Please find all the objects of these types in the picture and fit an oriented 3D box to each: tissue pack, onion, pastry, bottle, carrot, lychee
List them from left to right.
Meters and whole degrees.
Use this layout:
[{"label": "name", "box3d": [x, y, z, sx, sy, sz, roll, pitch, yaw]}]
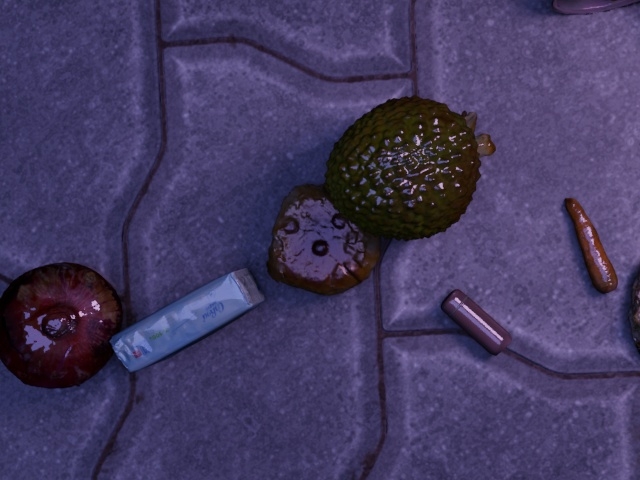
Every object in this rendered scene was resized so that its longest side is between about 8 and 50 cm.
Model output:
[{"label": "onion", "box3d": [-0.494, 0.157, 1.717, 0.247, 0.190, 0.246, 1, 82, -9]}, {"label": "tissue pack", "box3d": [-0.240, 0.147, 1.693, 0.263, 0.177, 0.089, -28, 88, 6]}, {"label": "pastry", "box3d": [0.000, 0.000, 1.703, 0.229, 0.100, 0.218, -36, 87, 4]}, {"label": "lychee", "box3d": [0.155, -0.128, 1.600, 0.270, 0.320, 0.269, -12, 73, 44]}, {"label": "bottle", "box3d": [0.289, 0.152, 1.697, 0.140, 0.053, 0.053, 42, 95, 3]}, {"label": "carrot", "box3d": [0.495, 0.007, 1.677, 0.047, 0.047, 0.191, -23, 87, 6]}]

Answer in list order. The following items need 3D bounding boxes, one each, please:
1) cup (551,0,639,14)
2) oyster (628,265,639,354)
[{"label": "cup", "box3d": [0.487, -0.569, 1.606, 0.203, 0.203, 0.288, -8, 84, 6]}, {"label": "oyster", "box3d": [0.660, 0.130, 1.640, 0.198, 0.092, 0.259, -13, 93, 10]}]
